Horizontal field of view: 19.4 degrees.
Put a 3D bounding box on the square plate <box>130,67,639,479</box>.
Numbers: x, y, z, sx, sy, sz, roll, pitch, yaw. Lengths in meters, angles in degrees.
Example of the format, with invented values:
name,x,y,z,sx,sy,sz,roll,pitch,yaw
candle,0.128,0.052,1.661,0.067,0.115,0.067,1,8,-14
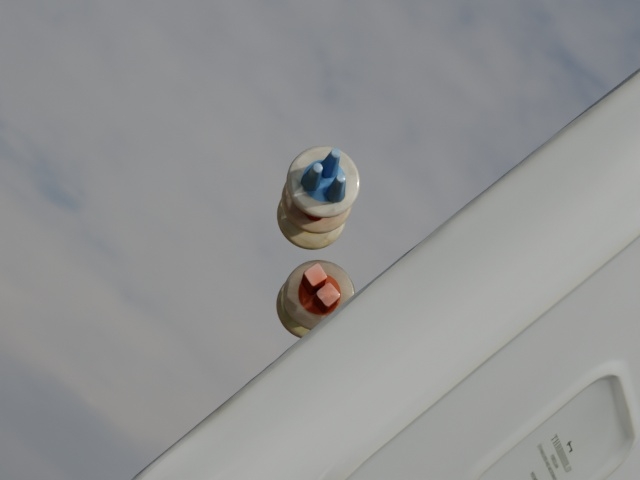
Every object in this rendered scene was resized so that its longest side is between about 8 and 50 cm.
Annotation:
name,x,y,z,sx,sy,sz,roll,pitch,yaw
square plate,0.100,0.098,0.918,0.049,0.344,0.347,45,-11,34

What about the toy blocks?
name,x,y,z,sx,sy,sz,roll,pitch,yaw
toy blocks,0.000,0.000,1.326,0.054,0.123,0.148,1,-13,-5
